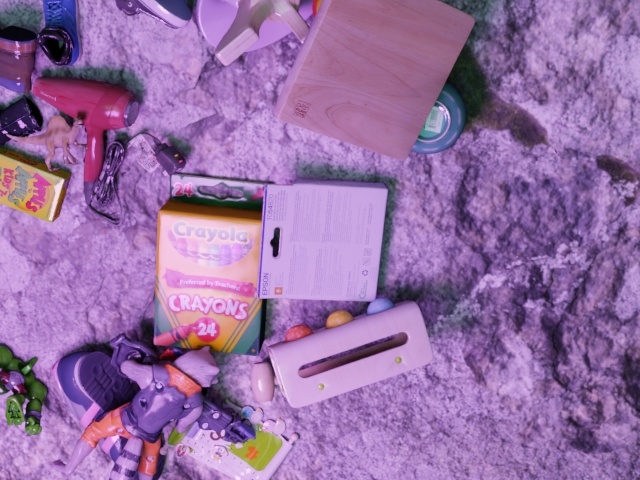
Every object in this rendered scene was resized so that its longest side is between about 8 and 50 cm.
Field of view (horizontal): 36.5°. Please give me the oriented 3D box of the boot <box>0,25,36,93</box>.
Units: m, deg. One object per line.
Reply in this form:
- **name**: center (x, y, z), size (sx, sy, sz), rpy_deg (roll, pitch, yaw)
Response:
- **boot**: center (-0.593, -0.330, 1.695), size (0.219, 0.082, 0.106), rpy_deg (20, 125, 18)

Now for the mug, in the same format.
- **mug**: center (0.175, -0.223, 1.651), size (0.129, 0.097, 0.158), rpy_deg (-35, 102, 15)

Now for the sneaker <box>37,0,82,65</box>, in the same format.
- **sneaker**: center (-0.453, -0.375, 1.668), size (0.058, 0.084, 0.152), rpy_deg (-3, 107, 6)

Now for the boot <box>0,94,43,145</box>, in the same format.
- **boot**: center (-0.566, -0.232, 1.747), size (0.099, 0.045, 0.121), rpy_deg (-22, 112, 14)

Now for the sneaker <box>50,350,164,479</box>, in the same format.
- **sneaker**: center (-0.417, 0.348, 1.907), size (0.131, 0.112, 0.319), rpy_deg (-4, 117, 39)

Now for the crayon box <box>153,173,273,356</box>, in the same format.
- **crayon box**: center (-0.197, 0.046, 1.783), size (0.202, 0.081, 0.319), rpy_deg (5, 108, 4)

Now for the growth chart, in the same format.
- **growth chart**: center (-0.178, 0.395, 1.920), size (0.237, 0.021, 0.172), rpy_deg (25, 103, -5)

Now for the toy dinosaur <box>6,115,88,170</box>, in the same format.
- **toy dinosaur**: center (-0.467, -0.173, 1.719), size (0.183, 0.053, 0.093), rpy_deg (-10, 98, 32)

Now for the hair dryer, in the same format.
- **hair dryer**: center (-0.404, -0.179, 1.728), size (0.223, 0.080, 0.293), rpy_deg (-35, 97, 20)

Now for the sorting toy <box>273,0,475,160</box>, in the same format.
- **sorting toy**: center (0.072, -0.284, 1.518), size (0.257, 0.089, 0.255), rpy_deg (14, 110, -34)

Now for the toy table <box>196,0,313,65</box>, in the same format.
- **toy table**: center (-0.073, -0.396, 1.553), size (0.252, 0.161, 0.274), rpy_deg (33, 105, -29)

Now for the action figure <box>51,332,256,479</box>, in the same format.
- **action figure**: center (-0.277, 0.346, 1.786), size (0.341, 0.178, 0.330), rpy_deg (32, 99, -18)

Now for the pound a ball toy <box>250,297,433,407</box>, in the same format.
- **pound a ball toy**: center (0.021, 0.199, 1.776), size (0.319, 0.208, 0.136), rpy_deg (-17, 91, -7)

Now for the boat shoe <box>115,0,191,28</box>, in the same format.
- **boat shoe**: center (-0.327, -0.424, 1.649), size (0.228, 0.080, 0.076), rpy_deg (35, 125, -9)

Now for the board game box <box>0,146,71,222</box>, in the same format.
- **board game box**: center (-0.561, -0.110, 1.786), size (0.181, 0.043, 0.092), rpy_deg (21, 108, -2)

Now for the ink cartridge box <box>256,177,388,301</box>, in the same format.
- **ink cartridge box**: center (0.000, 0.000, 1.745), size (0.224, 0.045, 0.223), rpy_deg (3, 109, -10)

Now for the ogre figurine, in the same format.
- **ogre figurine**: center (-0.598, 0.279, 1.877), size (0.197, 0.118, 0.097), rpy_deg (31, 112, -3)
